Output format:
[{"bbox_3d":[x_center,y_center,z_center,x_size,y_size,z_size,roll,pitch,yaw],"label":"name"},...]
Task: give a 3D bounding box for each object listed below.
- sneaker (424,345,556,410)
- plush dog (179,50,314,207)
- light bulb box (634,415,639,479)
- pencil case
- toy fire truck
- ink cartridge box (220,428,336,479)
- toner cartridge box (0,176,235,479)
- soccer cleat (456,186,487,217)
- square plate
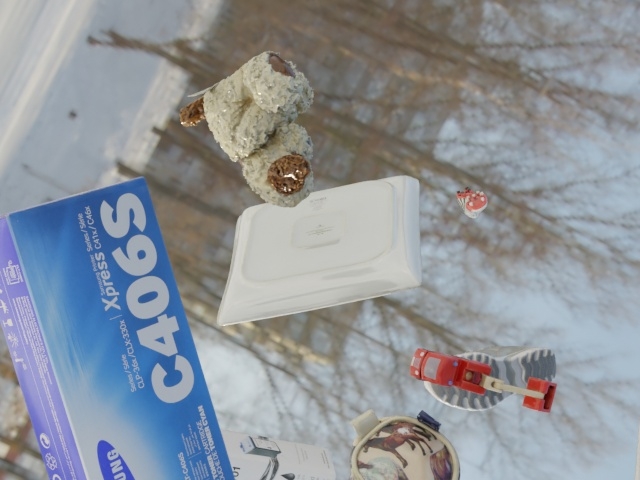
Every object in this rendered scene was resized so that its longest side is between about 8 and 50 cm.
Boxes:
[{"bbox_3d":[0.296,0.250,2.190,0.115,0.281,0.105,0,-89,57],"label":"sneaker"},{"bbox_3d":[-0.089,-0.156,1.906,0.210,0.225,0.262,-28,180,5],"label":"plush dog"},{"bbox_3d":[0.535,0.423,1.375,0.225,0.357,0.361,-53,142,-61],"label":"light bulb box"},{"bbox_3d":[0.107,0.406,1.906,0.159,0.184,0.410,-23,157,-16],"label":"pencil case"},{"bbox_3d":[0.239,0.205,1.746,0.135,0.192,0.047,13,-93,49],"label":"toy fire truck"},{"bbox_3d":[-0.091,0.337,1.589,0.082,0.190,0.140,-120,-137,-69],"label":"ink cartridge box"},{"bbox_3d":[-0.204,0.125,1.166,0.165,0.348,0.075,-21,-173,-43],"label":"toner cartridge box"},{"bbox_3d":[0.190,-0.042,1.470,0.029,0.036,0.083,-25,-164,-5],"label":"soccer cleat"},{"bbox_3d":[0.000,0.000,2.054,0.347,0.049,0.344,-11,-148,11],"label":"square plate"}]
